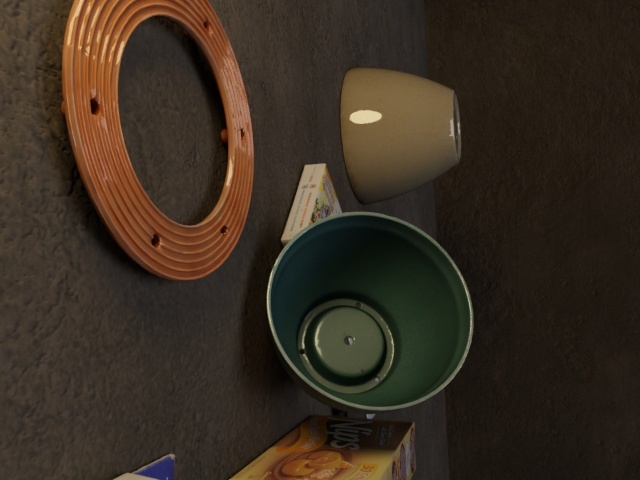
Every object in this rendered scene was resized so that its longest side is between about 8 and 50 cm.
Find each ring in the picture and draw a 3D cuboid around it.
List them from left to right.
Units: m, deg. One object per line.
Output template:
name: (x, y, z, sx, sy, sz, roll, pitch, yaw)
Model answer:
ring: (-0.157, -0.124, 0.620, 0.336, 0.032, 0.336, -3, 90, -72)

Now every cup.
cup: (0.207, -0.257, 1.380, 0.331, 0.237, 0.331, -2, 90, -71)

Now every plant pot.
plant pot: (0.056, 0.132, 0.882, 0.196, 0.293, 0.293, 109, -9, -60)

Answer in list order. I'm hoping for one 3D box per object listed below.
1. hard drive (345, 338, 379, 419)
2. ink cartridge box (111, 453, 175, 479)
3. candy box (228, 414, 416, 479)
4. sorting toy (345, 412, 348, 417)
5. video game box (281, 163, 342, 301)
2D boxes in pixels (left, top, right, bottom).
hard drive: (0.101, 0.255, 1.247, 0.307, 0.040, 0.203, 0, 76, -72)
ink cartridge box: (-0.178, 0.368, 0.431, 0.330, 0.071, 0.324, 8, 79, -69)
candy box: (0.021, 0.336, 0.831, 0.316, 0.183, 0.087, 6, 83, -71)
sorting toy: (0.092, 0.506, 1.124, 0.257, 0.089, 0.255, -45, 124, -66)
video game box: (0.000, 0.000, 1.032, 0.205, 0.048, 0.187, 68, 24, -44)
